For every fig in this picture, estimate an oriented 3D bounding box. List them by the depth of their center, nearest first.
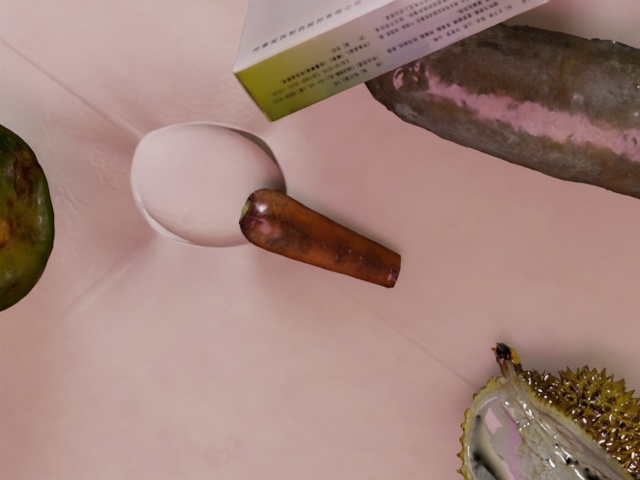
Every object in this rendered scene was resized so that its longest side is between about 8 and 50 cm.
[{"bbox_3d":[-0.361,-0.035,1.799,0.245,0.195,0.195,27,138,32],"label":"fig"}]

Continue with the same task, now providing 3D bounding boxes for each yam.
[{"bbox_3d":[0.195,-0.121,1.671,0.330,0.133,0.133,15,129,0],"label":"yam"}]

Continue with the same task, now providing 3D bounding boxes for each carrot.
[{"bbox_3d":[0.000,0.000,1.839,0.161,0.055,0.055,23,128,-20],"label":"carrot"}]

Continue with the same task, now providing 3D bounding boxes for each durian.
[{"bbox_3d":[0.240,0.204,1.925,0.193,0.138,0.237,-28,79,26],"label":"durian"}]

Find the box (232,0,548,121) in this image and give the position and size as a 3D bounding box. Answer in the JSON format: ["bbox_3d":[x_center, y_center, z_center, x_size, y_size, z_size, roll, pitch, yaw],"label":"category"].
[{"bbox_3d":[0.062,-0.210,1.577,0.260,0.175,0.062,-23,123,24],"label":"box"}]
